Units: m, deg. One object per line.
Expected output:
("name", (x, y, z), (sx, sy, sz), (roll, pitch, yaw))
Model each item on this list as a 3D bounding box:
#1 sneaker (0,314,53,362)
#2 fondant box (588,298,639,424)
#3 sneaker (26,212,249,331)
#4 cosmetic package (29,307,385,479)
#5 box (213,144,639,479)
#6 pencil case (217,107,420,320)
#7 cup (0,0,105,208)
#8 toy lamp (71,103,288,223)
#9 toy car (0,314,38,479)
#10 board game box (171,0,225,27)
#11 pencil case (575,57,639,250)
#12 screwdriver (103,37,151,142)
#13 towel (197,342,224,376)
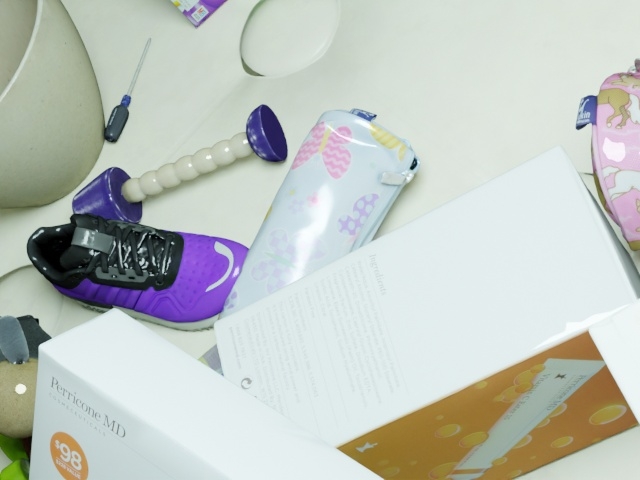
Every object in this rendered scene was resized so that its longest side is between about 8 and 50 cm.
("sneaker", (-0.377, 0.115, 1.373), (0.089, 0.051, 0.170), (-21, 42, -35))
("fondant box", (0.310, 0.190, 0.761), (0.096, 0.330, 0.238), (-31, 53, 12))
("sneaker", (-0.216, 0.026, 1.290), (0.293, 0.146, 0.102), (0, 64, 31))
("cosmetic package", (-0.073, 0.266, 0.899), (0.377, 0.097, 0.285), (28, 121, 26))
("box", (0.116, 0.105, 1.002), (0.345, 0.215, 0.168), (-28, 53, 15))
("pencil case", (0.000, 0.000, 1.198), (0.124, 0.113, 0.273), (24, 76, 13))
("cup", (-0.414, -0.170, 1.463), (0.331, 0.237, 0.331), (-14, 57, 23))
("toy lamp", (-0.174, -0.079, 1.372), (0.274, 0.080, 0.080), (-19, 55, 19))
("toy car", (-0.317, 0.163, 1.227), (0.155, 0.188, 0.149), (-36, 32, 3))
("board game box", (-0.127, -0.445, 1.507), (0.275, 0.142, 0.144), (-42, 50, 4))
("pencil case", (0.425, -0.110, 0.979), (0.386, 0.167, 0.160), (-13, 20, 24))
("screwdriver", (-0.252, -0.205, 1.525), (0.025, 0.024, 0.170), (-20, 47, 57))
("towel", (-0.111, 0.153, 1.243), (0.060, 0.009, 0.083), (-37, 51, 7))
